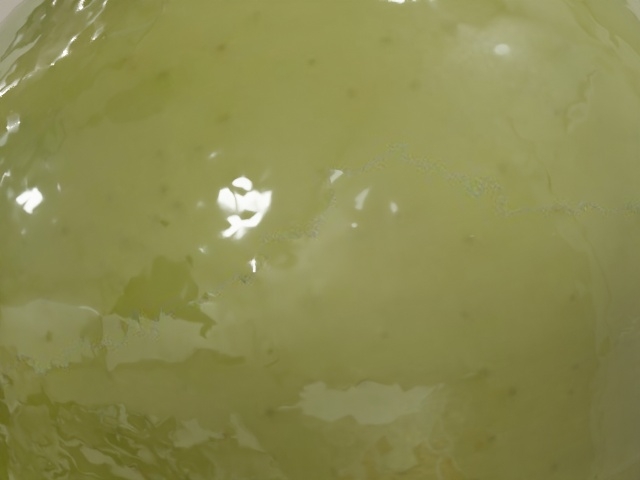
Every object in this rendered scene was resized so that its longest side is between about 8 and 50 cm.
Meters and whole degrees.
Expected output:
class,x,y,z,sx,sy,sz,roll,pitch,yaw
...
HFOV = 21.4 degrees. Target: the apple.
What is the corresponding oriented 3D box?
class,x,y,z,sx,sy,sz,roll,pitch,yaw
apple,0.000,0.000,0.970,0.474,0.473,0.473,-18,26,9
